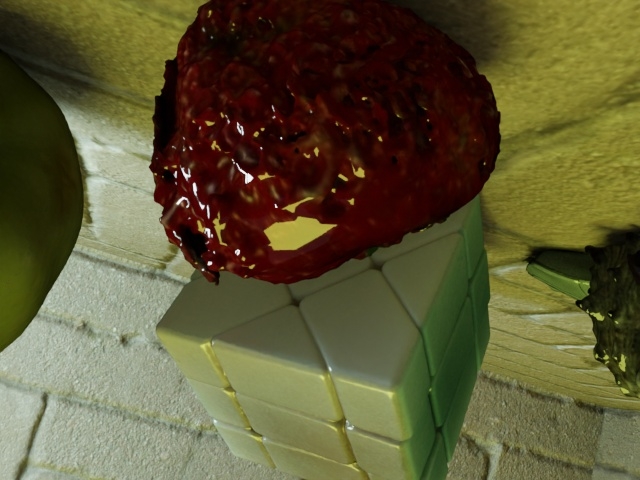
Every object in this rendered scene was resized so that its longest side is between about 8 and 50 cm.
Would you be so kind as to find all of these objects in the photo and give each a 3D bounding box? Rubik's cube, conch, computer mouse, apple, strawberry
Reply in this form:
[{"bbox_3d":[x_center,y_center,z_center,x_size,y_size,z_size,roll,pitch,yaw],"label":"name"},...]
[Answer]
[{"bbox_3d":[0.033,0.125,0.909,0.319,0.321,0.315,9,140,25],"label":"Rubik's cube"},{"bbox_3d":[0.458,0.104,0.825,0.313,0.240,0.186,40,-162,-6],"label":"conch"},{"bbox_3d":[0.399,0.064,0.984,0.229,0.068,0.113,5,162,39],"label":"computer mouse"},{"bbox_3d":[-0.500,-0.053,0.765,0.474,0.473,0.473,15,167,3],"label":"apple"},{"bbox_3d":[-0.014,-0.092,0.526,0.274,0.274,0.220,-2,121,53],"label":"strawberry"}]
